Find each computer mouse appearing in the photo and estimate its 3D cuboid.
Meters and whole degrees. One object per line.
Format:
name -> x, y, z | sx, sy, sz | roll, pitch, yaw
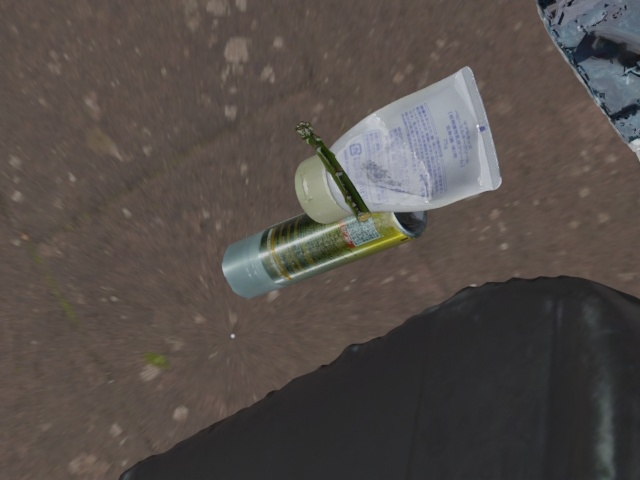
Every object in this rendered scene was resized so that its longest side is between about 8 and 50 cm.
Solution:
computer mouse -> 0.022, 0.116, 0.468 | 0.087, 0.295, 0.168 | 42, 41, -28

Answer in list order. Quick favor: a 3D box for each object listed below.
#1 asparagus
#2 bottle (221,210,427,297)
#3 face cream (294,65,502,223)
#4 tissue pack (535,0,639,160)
asparagus -> 0.010, -0.062, 1.271 | 0.018, 0.015, 0.127 | -26, 53, -9
bottle -> 0.000, 0.000, 1.845 | 0.286, 0.082, 0.082 | -21, 87, 37
face cream -> 0.076, -0.075, 1.383 | 0.070, 0.224, 0.114 | -7, 80, -47
tissue pack -> 0.418, -0.273, 1.297 | 0.416, 0.264, 0.253 | -29, 118, 23
